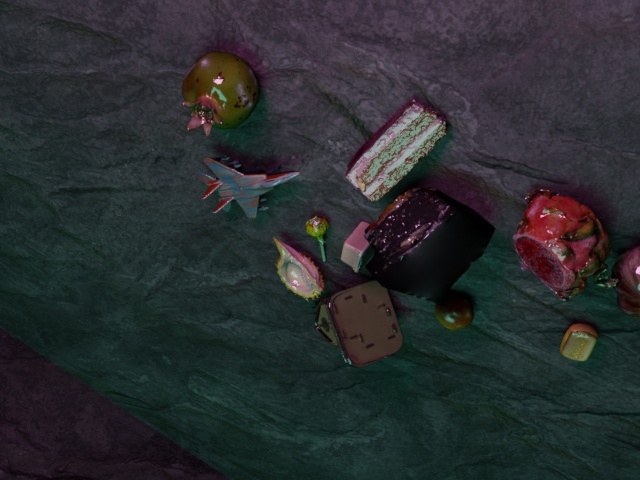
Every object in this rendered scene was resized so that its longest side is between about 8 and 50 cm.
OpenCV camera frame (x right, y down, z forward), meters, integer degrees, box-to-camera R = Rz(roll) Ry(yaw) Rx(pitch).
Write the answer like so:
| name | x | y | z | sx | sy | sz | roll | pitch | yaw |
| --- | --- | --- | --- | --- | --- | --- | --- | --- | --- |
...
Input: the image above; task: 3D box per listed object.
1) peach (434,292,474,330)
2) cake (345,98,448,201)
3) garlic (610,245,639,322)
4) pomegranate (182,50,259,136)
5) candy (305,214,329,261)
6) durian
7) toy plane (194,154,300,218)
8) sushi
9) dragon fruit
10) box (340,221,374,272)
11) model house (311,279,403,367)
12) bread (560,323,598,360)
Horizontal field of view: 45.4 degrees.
| name | x | y | z | sx | sy | sz | roll | pitch | yaw |
| --- | --- | --- | --- | --- | --- | --- | --- | --- | --- |
| peach | 0.360 | 0.193 | 2.067 | 0.101 | 0.100 | 0.100 | 15 | 139 | 14 |
| cake | 0.166 | -0.199 | 1.760 | 0.116 | 0.112 | 0.295 | 35 | 134 | -13 |
| garlic | 0.772 | 0.115 | 1.716 | 0.245 | 0.160 | 0.245 | 16 | 140 | 14 |
| pomegranate | -0.239 | -0.327 | 1.744 | 0.182 | 0.224 | 0.181 | 12 | 129 | 15 |
| candy | 0.000 | 0.000 | 2.105 | 0.062 | 0.058 | 0.194 | -15 | 143 | -1 |
| durian | -0.065 | 0.069 | 2.189 | 0.140 | 0.078 | 0.224 | -5 | 121 | 48 |
| toy plane | -0.176 | -0.153 | 1.988 | 0.326 | 0.104 | 0.223 | -14 | 126 | 33 |
| sushi | 0.234 | -0.008 | 1.816 | 0.215 | 0.212 | 0.227 | 18 | 110 | -39 |
| dragon fruit | 0.532 | 0.022 | 1.700 | 0.282 | 0.147 | 0.211 | 53 | 154 | 2 |
| box | 0.107 | 0.013 | 2.002 | 0.062 | 0.122 | 0.089 | 30 | 142 | 16 |
| model house | 0.077 | 0.254 | 2.229 | 0.279 | 0.205 | 0.218 | -27 | 80 | 64 |
| bread | 0.676 | 0.262 | 2.005 | 0.082 | 0.056 | 0.115 | 12 | 133 | 11 |
